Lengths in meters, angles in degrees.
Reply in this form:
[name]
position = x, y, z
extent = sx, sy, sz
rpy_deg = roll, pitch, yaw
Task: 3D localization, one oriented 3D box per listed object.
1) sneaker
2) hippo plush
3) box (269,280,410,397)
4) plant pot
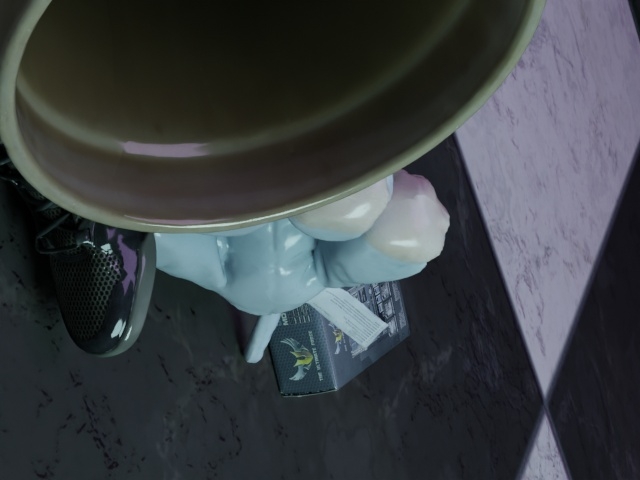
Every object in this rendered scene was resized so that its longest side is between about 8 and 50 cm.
[sneaker]
position = -0.174, -0.036, 1.066
extent = 0.130, 0.087, 0.227
rpy_deg = -4, 91, -52
[hippo plush]
position = -0.019, -0.079, 1.230
extent = 0.294, 0.234, 0.236
rpy_deg = 40, 46, -53
[box]
position = 0.000, 0.000, 1.447
extent = 0.183, 0.059, 0.232
rpy_deg = -30, 108, -64
[plant pot]
position = -0.065, -0.209, 0.979
extent = 0.323, 0.323, 0.280
rpy_deg = 35, 28, -56
